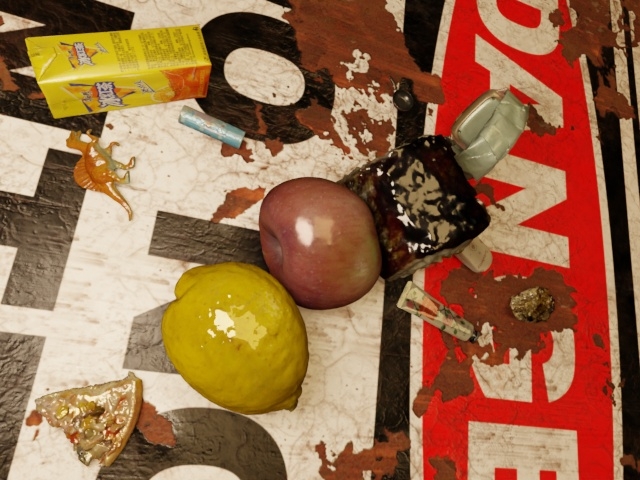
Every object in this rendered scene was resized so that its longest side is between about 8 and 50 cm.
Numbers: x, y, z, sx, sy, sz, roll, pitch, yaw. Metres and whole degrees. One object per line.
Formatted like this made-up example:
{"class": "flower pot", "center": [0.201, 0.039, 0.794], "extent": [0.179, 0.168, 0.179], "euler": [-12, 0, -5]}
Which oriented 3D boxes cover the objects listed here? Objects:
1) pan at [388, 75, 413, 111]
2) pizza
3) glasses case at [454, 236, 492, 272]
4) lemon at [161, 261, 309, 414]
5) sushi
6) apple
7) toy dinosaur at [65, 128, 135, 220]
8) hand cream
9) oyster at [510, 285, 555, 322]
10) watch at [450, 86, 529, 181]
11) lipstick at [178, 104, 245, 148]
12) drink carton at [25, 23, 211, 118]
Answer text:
{"class": "pan", "center": [0.228, -0.430, 1.323], "extent": [0.068, 0.023, 0.115], "euler": [-29, 90, -22]}
{"class": "pizza", "center": [-0.459, 0.336, 0.879], "extent": [0.195, 0.052, 0.185], "euler": [19, 68, -14]}
{"class": "glasses case", "center": [0.399, 0.006, 1.261], "extent": [0.204, 0.051, 0.081], "euler": [42, 66, -5]}
{"class": "lemon", "center": [-0.159, 0.194, 0.901], "extent": [0.316, 0.285, 0.285], "euler": [32, 67, 16]}
{"class": "sushi", "center": [0.222, -0.078, 1.089], "extent": [0.281, 0.299, 0.295], "euler": [-17, 81, -38]}
{"class": "apple", "center": [0.000, 0.000, 0.996], "extent": [0.234, 0.305, 0.306], "euler": [-18, 83, -22]}
{"class": "toy dinosaur", "center": [-0.487, -0.148, 0.987], "extent": [0.142, 0.057, 0.212], "euler": [-3, 76, -8]}
{"class": "hand cream", "center": [0.316, 0.198, 1.192], "extent": [0.233, 0.050, 0.080], "euler": [31, 72, -3]}
{"class": "oyster", "center": [0.614, 0.185, 1.296], "extent": [0.177, 0.056, 0.106], "euler": [5, 83, -23]}
{"class": "watch", "center": [0.454, -0.287, 1.245], "extent": [0.161, 0.253, 0.241], "euler": [39, 30, -6]}
{"class": "lipstick", "center": [-0.265, -0.277, 1.098], "extent": [0.157, 0.048, 0.048], "euler": [22, 71, -13]}
{"class": "drink carton", "center": [-0.435, -0.381, 1.006], "extent": [0.350, 0.154, 0.111], "euler": [-16, 82, -22]}
